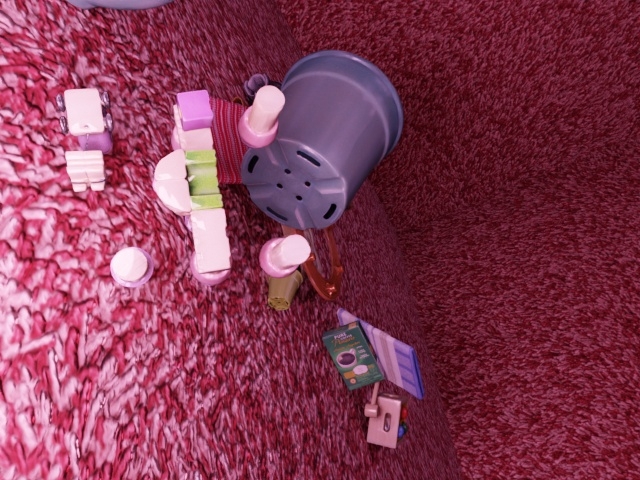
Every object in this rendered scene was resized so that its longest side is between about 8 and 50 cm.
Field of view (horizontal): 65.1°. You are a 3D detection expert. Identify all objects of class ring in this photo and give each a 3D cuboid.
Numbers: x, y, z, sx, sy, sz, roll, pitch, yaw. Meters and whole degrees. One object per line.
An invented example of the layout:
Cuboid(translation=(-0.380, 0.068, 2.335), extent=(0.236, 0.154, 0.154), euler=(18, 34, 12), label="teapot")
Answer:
Cuboid(translation=(0.000, 0.000, 1.382), extent=(0.336, 0.032, 0.336), euler=(-17, 90, -73), label="ring")

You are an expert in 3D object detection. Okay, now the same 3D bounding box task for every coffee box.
Cuboid(translation=(0.093, 0.318, 1.384), extent=(0.184, 0.113, 0.040), euler=(62, 16, -15), label="coffee box")

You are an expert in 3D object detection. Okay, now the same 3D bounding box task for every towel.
Cuboid(translation=(0.167, 0.312, 1.410), extent=(0.285, 0.034, 0.209), euler=(22, -41, 46), label="towel")
Cuboid(translation=(-0.196, -0.229, 1.167), extent=(0.275, 0.031, 0.199), euler=(-14, 96, -66), label="towel")

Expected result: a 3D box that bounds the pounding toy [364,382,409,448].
Cuboid(translation=(0.190, 0.474, 1.395), extent=(0.206, 0.094, 0.181), euler=(31, 67, -67), label="pounding toy")

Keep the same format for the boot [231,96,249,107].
Cuboid(translation=(-0.175, -0.323, 1.394), extent=(0.211, 0.104, 0.295), euler=(53, 24, -45), label="boot")

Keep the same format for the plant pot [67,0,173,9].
Cuboid(translation=(-0.358, -0.503, 0.815), extent=(0.293, 0.196, 0.293), euler=(58, 18, -31), label="plant pot")

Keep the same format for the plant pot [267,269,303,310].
Cuboid(translation=(-0.087, 0.113, 1.134), extent=(0.083, 0.083, 0.079), euler=(56, 31, -37), label="plant pot")

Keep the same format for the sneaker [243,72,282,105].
Cuboid(translation=(-0.174, -0.492, 1.646), extent=(0.268, 0.101, 0.153), euler=(-93, 159, -47), label="sneaker")

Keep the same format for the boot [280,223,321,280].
Cuboid(translation=(-0.073, 0.012, 1.323), extent=(0.213, 0.077, 0.165), euler=(69, 17, 4), label="boot")

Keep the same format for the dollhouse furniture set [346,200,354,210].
Cuboid(translation=(0.057, -0.110, 1.887), extent=(0.151, 0.144, 0.123), euler=(71, 8, -61), label="dollhouse furniture set")

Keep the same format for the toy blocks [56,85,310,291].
Cuboid(translation=(-0.203, -0.064, 0.785), extent=(0.260, 0.309, 0.288), euler=(154, -73, -72), label="toy blocks")

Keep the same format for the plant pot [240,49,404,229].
Cuboid(translation=(-0.006, -0.224, 1.202), extent=(0.341, 0.341, 0.334), euler=(59, 40, -30), label="plant pot")
